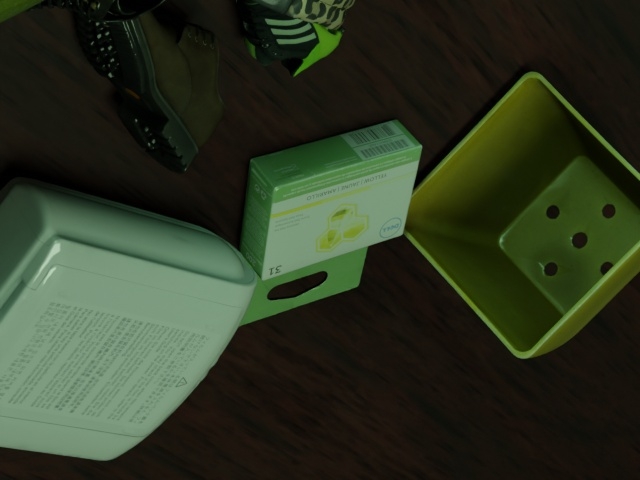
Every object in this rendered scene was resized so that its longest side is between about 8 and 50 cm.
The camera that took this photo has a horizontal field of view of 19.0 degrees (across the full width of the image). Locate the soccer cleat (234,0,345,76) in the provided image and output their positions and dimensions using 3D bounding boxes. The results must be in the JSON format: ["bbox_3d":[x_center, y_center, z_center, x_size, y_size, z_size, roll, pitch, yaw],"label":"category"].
[{"bbox_3d":[-0.044,-0.191,1.635,0.072,0.060,0.179,-43,147,9],"label":"soccer cleat"}]

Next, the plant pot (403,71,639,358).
[{"bbox_3d":[0.242,-0.012,1.972,0.212,0.212,0.187,-46,156,10],"label":"plant pot"}]

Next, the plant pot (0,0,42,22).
[{"bbox_3d":[-0.256,-0.259,1.112,0.353,0.366,0.366,-17,140,-28],"label":"plant pot"}]

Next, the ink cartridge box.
[{"bbox_3d":[0.000,0.000,1.891,0.171,0.056,0.235,-17,138,-28],"label":"ink cartridge box"}]

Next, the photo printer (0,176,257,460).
[{"bbox_3d":[-0.216,0.081,1.744,0.307,0.107,0.256,16,119,-49],"label":"photo printer"}]

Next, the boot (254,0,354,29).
[{"bbox_3d":[-0.024,-0.325,1.409,0.377,0.138,0.284,15,109,-56],"label":"boot"}]

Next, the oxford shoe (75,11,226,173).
[{"bbox_3d":[-0.138,-0.161,1.585,0.096,0.083,0.227,-49,149,-17],"label":"oxford shoe"}]

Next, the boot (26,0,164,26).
[{"bbox_3d":[-0.208,-0.187,1.427,0.198,0.137,0.077,-38,145,0],"label":"boot"}]
